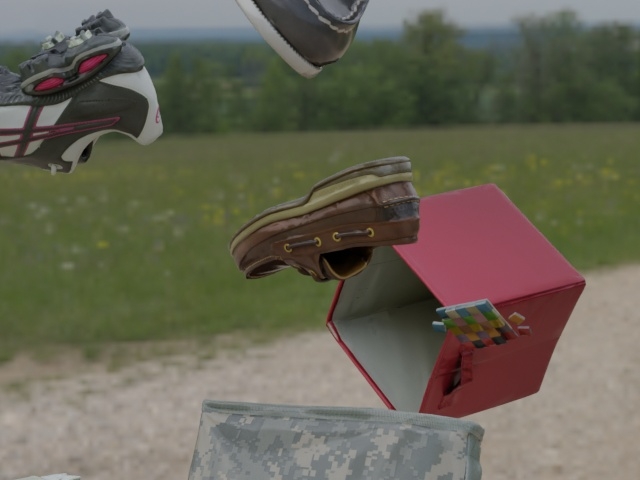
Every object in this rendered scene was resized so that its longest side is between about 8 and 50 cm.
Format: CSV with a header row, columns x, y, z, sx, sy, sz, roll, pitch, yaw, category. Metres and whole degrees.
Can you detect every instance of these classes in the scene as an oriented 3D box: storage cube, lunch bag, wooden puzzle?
x,y,z,sx,sy,sz,roll,pitch,yaw,category
0.150,0.074,1.850,0.193,0.183,0.215,-13,46,-32,storage cube
0.018,0.280,1.529,0.287,0.235,0.169,0,-21,31,lunch bag
0.126,0.068,1.312,0.083,0.006,0.049,-15,-50,39,wooden puzzle

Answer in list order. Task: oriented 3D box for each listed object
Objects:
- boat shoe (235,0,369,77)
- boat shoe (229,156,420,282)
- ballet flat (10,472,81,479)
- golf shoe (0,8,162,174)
x,y,z,sx,sy,sz,roll,pitch,yaw,category
-0.006,-0.216,0.944,0.095,0.112,0.335,-36,30,20,boat shoe
0.001,0.000,1.073,0.064,0.060,0.178,-11,-10,-39,boat shoe
-0.213,0.243,1.424,0.086,0.086,0.248,-5,5,-43,ballet flat
-0.271,-0.101,1.456,0.273,0.120,0.105,-17,25,24,golf shoe
